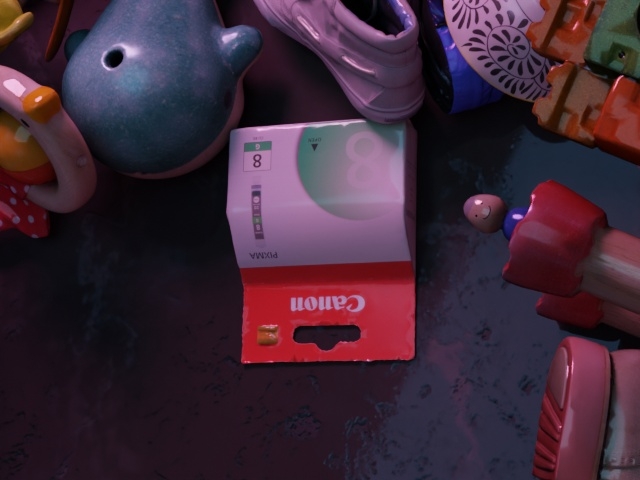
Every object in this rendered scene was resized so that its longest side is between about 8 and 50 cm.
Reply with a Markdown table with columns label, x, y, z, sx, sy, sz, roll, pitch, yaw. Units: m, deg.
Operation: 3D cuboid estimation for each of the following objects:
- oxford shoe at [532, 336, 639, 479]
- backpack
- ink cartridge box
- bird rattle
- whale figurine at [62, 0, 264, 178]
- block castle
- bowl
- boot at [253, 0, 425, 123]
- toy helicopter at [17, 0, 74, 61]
| label | x | y | z | sx | sy | sz | roll | pitch | yaw |
| --- | --- | --- | --- | --- | --- | --- | --- | --- | --- |
| oxford shoe | 0.246 | 0.284 | 1.349 | 0.146 | 0.140 | 0.397 | 7 | 93 | -3 |
| backpack | 0.138 | -0.184 | 1.506 | 0.101 | 0.098 | 0.120 | -13 | 72 | 0 |
| ink cartridge box | 0.000 | 0.000 | 1.545 | 0.181 | 0.056 | 0.224 | -3 | 76 | 20 |
| bird rattle | -0.298 | -0.092 | 1.569 | 0.143 | 0.253 | 0.207 | -35 | 41 | -31 |
| whale figurine | -0.164 | -0.200 | 1.600 | 0.216 | 0.141 | 0.272 | 3 | 76 | 22 |
| block castle | 0.297 | -0.140 | 1.330 | 0.213 | 0.303 | 0.453 | 24 | 88 | 17 |
| bowl | 0.201 | -0.214 | 1.447 | 0.170 | 0.080 | 0.170 | 8 | 68 | -20 |
| boot | 0.016 | -0.231 | 1.525 | 0.095 | 0.123 | 0.258 | -29 | 57 | -20 |
| toy helicopter | -0.291 | -0.318 | 1.558 | 0.355 | 0.235 | 0.140 | -38 | 20 | 45 |
